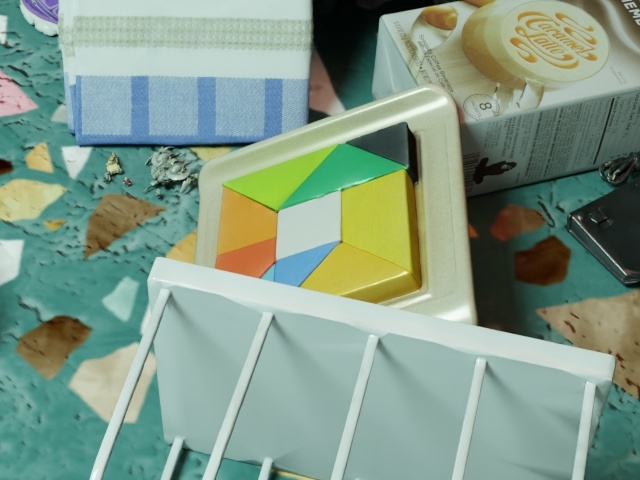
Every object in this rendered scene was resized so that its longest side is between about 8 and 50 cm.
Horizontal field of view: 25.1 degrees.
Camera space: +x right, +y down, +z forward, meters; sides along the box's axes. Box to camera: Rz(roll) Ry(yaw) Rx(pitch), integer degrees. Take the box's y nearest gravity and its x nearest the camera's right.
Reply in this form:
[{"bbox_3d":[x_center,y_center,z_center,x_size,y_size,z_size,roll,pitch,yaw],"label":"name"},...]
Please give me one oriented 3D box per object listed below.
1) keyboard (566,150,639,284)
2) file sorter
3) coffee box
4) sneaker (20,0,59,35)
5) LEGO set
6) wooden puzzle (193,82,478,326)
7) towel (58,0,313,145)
[{"bbox_3d":[0.281,-0.034,1.166,0.180,0.023,0.108,-25,61,-25],"label":"keyboard"},{"bbox_3d":[0.012,0.159,0.864,0.277,0.193,0.173,12,52,8],"label":"file sorter"},{"bbox_3d":[0.183,-0.132,1.194,0.246,0.098,0.141,-13,52,-15],"label":"coffee box"},{"bbox_3d":[-0.195,-0.202,1.255,0.169,0.071,0.068,23,51,16],"label":"sneaker"},{"bbox_3d":[-0.134,-0.059,1.160,0.083,0.023,0.054,-6,49,-9],"label":"LEGO set"},{"bbox_3d":[0.000,0.000,1.042,0.220,0.044,0.239,-18,47,18],"label":"wooden puzzle"},{"bbox_3d":[-0.108,-0.214,1.149,0.209,0.285,0.034,0,20,-2],"label":"towel"}]
